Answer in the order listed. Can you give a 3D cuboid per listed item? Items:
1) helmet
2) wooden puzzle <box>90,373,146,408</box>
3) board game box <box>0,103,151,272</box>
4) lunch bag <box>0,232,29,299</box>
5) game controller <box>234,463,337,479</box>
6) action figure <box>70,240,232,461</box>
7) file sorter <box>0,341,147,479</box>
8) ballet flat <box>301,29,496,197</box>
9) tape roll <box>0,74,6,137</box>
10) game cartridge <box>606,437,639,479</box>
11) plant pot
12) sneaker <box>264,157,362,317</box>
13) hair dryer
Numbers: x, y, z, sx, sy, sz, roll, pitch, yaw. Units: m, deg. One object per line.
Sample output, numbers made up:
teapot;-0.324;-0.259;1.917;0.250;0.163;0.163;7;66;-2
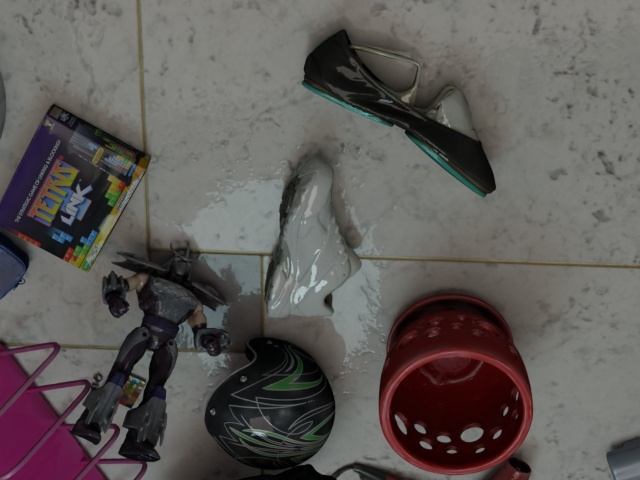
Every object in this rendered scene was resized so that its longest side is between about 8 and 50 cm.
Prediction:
helmet;-0.065;0.220;1.690;0.169;0.161;0.170;1;115;2
wooden puzzle;-0.272;0.202;1.775;0.083;0.006;0.049;27;113;-10
board game box;-0.314;-0.064;1.628;0.141;0.048;0.170;27;113;-12
lunch bag;-0.421;0.026;1.667;0.098;0.065;0.067;43;94;-15
game controller;-0.104;0.358;1.709;0.166;0.067;0.319;-9;164;-30
action figure;-0.209;0.130;1.629;0.185;0.285;0.099;23;159;-15
file sorter;-0.358;0.301;1.683;0.182;0.202;0.291;-11;119;43
ballet flat;0.112;-0.158;1.545;0.280;0.095;0.096;31;101;-12
tape roll;-0.529;-0.162;1.562;0.286;0.100;0.286;1;115;2
game cartridge;0.536;0.389;1.809;0.198;0.062;0.297;-18;113;15
plant pot;0.168;0.177;1.653;0.191;0.174;0.191;1;115;2
sneaker;0.000;0.000;1.634;0.115;0.090;0.232;8;125;-9
hair dryer;0.165;0.386;1.806;0.293;0.080;0.224;-26;111;13
